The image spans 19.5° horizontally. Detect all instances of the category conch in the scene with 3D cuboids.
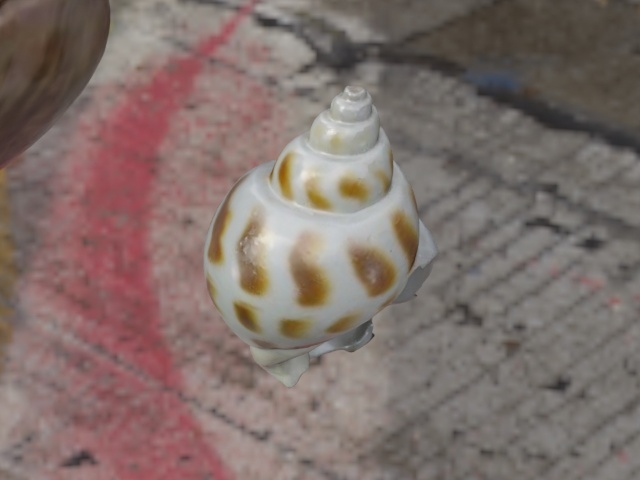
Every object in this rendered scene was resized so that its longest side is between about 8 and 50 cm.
[{"bbox_3d":[0.000,-0.001,1.412,0.183,0.275,0.149,-32,80,-38],"label":"conch"}]

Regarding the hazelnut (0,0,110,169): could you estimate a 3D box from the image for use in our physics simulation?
[{"bbox_3d":[-0.342,-0.174,1.385,0.372,0.315,0.372,-7,9,1],"label":"hazelnut"}]
